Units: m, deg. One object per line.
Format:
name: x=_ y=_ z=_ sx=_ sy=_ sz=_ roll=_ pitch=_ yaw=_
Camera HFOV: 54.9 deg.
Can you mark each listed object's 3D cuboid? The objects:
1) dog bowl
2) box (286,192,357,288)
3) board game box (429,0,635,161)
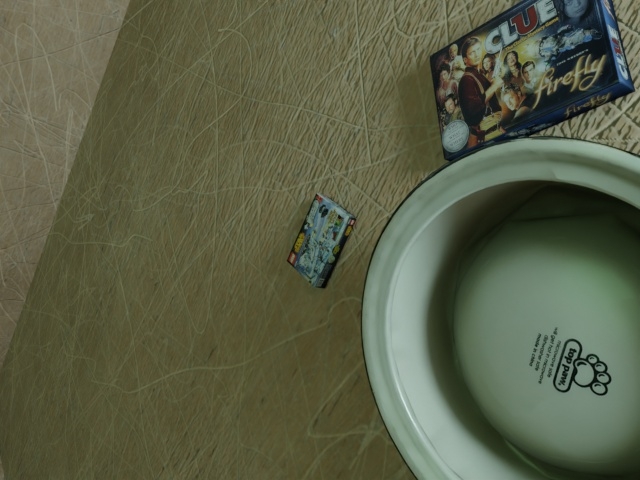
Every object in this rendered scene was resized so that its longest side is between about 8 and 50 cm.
dog bowl: x=0.239 y=0.104 z=0.609 sx=0.407 sy=0.150 sz=0.409 roll=8 pitch=101 yaw=43
box: x=0.000 y=0.000 z=1.056 sx=0.094 sy=0.027 sz=0.137 roll=41 pitch=113 yaw=44
board game box: x=0.256 y=-0.217 z=0.793 sx=0.243 sy=0.042 sz=0.165 roll=-22 pitch=66 yaw=45
